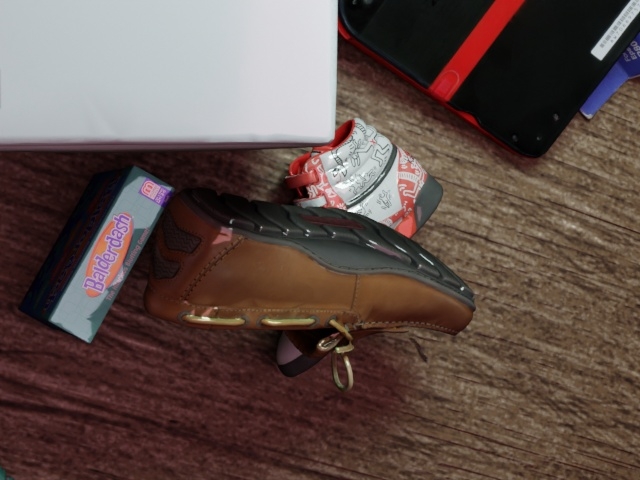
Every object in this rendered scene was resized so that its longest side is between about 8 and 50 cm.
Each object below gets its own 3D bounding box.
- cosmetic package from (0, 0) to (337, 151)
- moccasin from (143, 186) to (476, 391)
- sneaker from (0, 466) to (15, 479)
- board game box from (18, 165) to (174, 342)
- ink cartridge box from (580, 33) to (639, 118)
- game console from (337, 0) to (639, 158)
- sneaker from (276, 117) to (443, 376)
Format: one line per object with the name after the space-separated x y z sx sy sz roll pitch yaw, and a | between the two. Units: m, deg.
-0.155 -0.239 1.367 0.327 0.394 0.330 0 94 -2 | cosmetic package
-0.001 0.053 1.506 0.380 0.139 0.147 7 114 -47 | moccasin
-0.335 0.276 1.543 0.098 0.083 0.224 -35 101 5 | sneaker
-0.216 0.011 1.493 0.047 0.210 0.160 31 80 -16 | board game box
0.328 -0.362 1.772 0.330 0.071 0.324 -47 108 -15 | ink cartridge box
0.217 -0.313 1.663 0.342 0.060 0.387 30 105 -29 | game console
0.000 -0.001 1.647 0.145 0.090 0.270 42 74 -17 | sneaker
